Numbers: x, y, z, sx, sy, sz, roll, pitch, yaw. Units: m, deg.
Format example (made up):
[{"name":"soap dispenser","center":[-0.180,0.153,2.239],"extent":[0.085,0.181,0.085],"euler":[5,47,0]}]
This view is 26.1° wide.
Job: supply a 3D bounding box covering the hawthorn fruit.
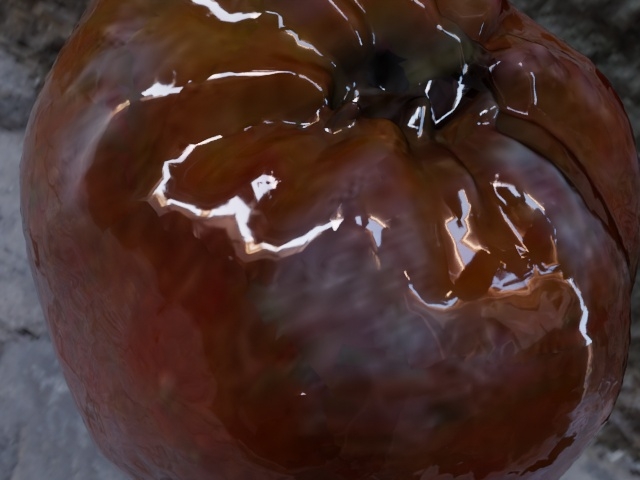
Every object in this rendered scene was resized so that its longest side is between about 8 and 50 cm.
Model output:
[{"name":"hawthorn fruit","center":[0.000,0.000,0.584],"extent":[0.284,0.284,0.284],"euler":[16,52,-22]}]
